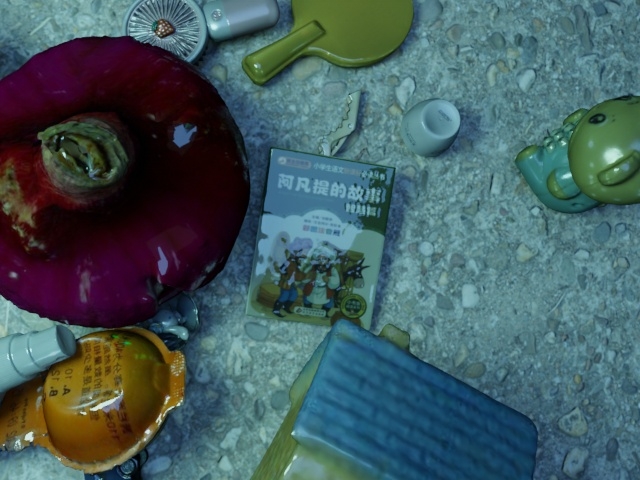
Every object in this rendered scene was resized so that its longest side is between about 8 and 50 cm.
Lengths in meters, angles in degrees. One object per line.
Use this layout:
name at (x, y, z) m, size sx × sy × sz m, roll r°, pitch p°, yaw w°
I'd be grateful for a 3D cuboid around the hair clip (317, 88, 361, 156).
hair clip at (0.015, -0.147, 1.097) m, size 0.072 × 0.034 × 0.226 m, roll 40°, pitch 79°, yaw -7°

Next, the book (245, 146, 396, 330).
book at (0.000, 0.000, 1.059) m, size 0.201 × 0.027 × 0.265 m, roll 9°, pitch 94°, yaw -8°

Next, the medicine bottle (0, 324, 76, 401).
medicine bottle at (-0.489, 0.193, 0.899) m, size 0.351 × 0.110 × 0.110 m, roll -22°, pitch 88°, yaw 8°

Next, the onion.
onion at (-0.287, -0.082, 0.853) m, size 0.397 × 0.420 × 0.399 m, roll 0°, pitch 87°, yaw 0°

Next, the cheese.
cheese at (-0.337, 0.222, 0.939) m, size 0.329 × 0.129 × 0.217 m, roll -16°, pitch 55°, yaw 10°

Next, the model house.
model house at (0.081, 0.302, 0.889) m, size 0.334 × 0.382 × 0.343 m, roll 28°, pitch 83°, yaw -6°

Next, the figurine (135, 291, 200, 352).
figurine at (-0.225, 0.129, 1.008) m, size 0.086 × 0.094 × 0.082 m, roll -24°, pitch 124°, yaw -36°

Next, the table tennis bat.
table tennis bat at (0.010, -0.354, 1.110) m, size 0.320 × 0.050 × 0.198 m, roll -36°, pitch 87°, yaw -13°

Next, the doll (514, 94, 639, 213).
doll at (0.441, -0.129, 1.046) m, size 0.177 × 0.260 × 0.162 m, roll -34°, pitch 92°, yaw -11°

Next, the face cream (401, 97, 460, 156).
face cream at (0.180, -0.184, 1.094) m, size 0.091 × 0.095 × 0.091 m, roll 1°, pitch 85°, yaw -8°

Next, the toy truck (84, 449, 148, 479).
toy truck at (-0.291, 0.390, 0.984) m, size 0.088 × 0.074 × 0.202 m, roll -8°, pitch 86°, yaw -1°

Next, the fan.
fan at (-0.183, -0.335, 1.051) m, size 0.244 × 0.074 × 0.130 m, roll -18°, pitch 85°, yaw -3°
